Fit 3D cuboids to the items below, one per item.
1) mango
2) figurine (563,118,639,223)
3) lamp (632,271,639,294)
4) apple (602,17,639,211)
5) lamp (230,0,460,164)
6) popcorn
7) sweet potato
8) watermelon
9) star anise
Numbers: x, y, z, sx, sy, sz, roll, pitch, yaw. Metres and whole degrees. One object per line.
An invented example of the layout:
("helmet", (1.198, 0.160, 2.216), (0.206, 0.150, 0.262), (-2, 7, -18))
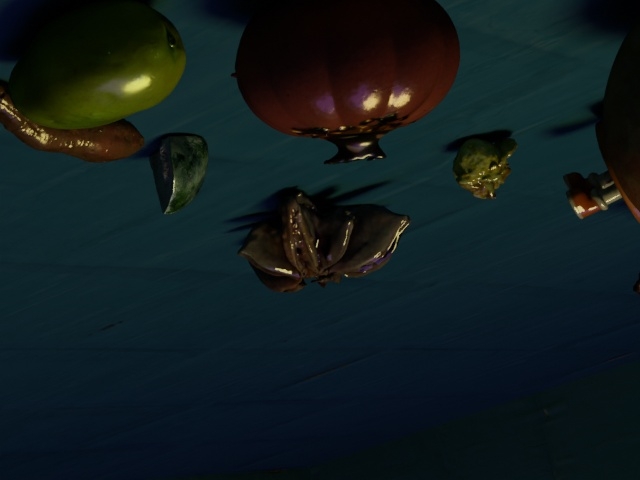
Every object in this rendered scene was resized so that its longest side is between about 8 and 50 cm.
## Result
("mango", (-0.171, -0.135, 1.484), (0.117, 0.089, 0.163), (-15, -179, -28))
("figurine", (0.393, -0.097, 2.064), (0.271, 0.143, 0.143), (-14, 167, 8))
("lamp", (0.506, -0.004, 2.508), (0.151, 0.215, 0.223), (16, -153, 10))
("apple", (0.384, -0.112, 1.732), (0.257, 0.257, 0.234), (-18, 171, 19))
("lamp", (0.022, -0.134, 1.518), (0.182, 0.140, 0.182), (-7, 176, 0))
("popcorn", (0.181, -0.084, 2.082), (0.083, 0.068, 0.059), (-34, -145, -11))
("sweet potato", (-0.228, -0.101, 1.642), (0.050, 0.050, 0.214), (-20, 162, 28))
("watermelon", (-0.144, -0.076, 1.854), (0.061, 0.085, 0.085), (13, 180, 28))
("star anise", (0.000, 0.000, 2.202), (0.229, 0.093, 0.236), (-12, 164, 20))
